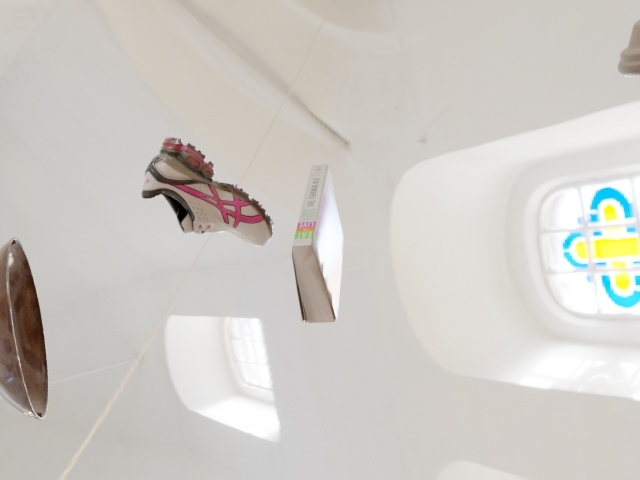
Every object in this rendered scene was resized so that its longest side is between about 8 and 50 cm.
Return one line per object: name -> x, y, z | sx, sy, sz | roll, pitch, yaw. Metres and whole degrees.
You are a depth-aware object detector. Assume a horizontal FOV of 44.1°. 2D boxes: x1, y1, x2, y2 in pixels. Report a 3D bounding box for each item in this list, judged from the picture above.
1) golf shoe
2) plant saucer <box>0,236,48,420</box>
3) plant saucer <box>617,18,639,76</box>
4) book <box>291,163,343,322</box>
golf shoe -> -0.133, -0.037, 0.933 | 0.186, 0.068, 0.085 | 39, -109, -35
plant saucer -> -0.328, 0.096, 0.845 | 0.036, 0.198, 0.198 | -9, -91, -13
plant saucer -> 0.363, -0.187, 0.595 | 0.278, 0.278, 0.041 | -26, -78, -28
book -> 0.000, 0.000, 0.800 | 0.144, 0.035, 0.096 | -78, -19, -54
